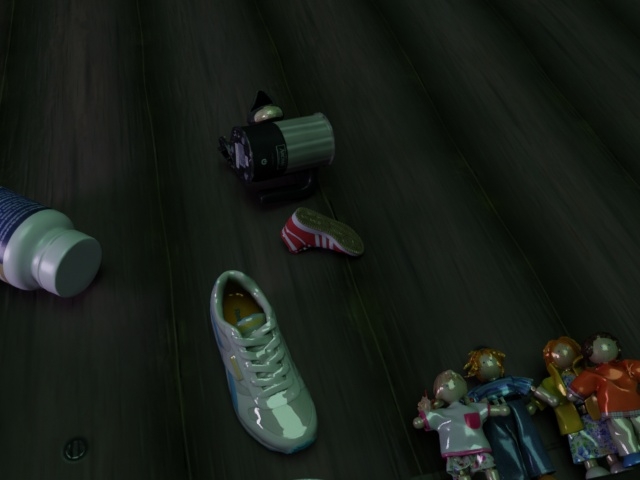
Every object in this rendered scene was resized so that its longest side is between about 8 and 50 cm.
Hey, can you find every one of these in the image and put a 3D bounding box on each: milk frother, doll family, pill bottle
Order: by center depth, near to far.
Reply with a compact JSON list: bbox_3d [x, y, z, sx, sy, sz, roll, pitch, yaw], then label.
[{"bbox_3d":[0.240,0.191,0.650,0.263,0.118,0.163,-16,59,8],"label":"doll family"},{"bbox_3d":[-0.390,0.002,0.752,0.187,0.112,0.112,21,54,15],"label":"pill bottle"},{"bbox_3d":[-0.073,-0.140,0.872,0.135,0.129,0.143,-15,49,-26],"label":"milk frother"}]

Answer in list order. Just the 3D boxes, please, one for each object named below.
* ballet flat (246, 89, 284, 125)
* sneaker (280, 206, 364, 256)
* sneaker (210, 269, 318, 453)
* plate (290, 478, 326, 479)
[{"bbox_3d":[-0.094,-0.213,0.923,0.058,0.049,0.173,-9,19,-9],"label":"ballet flat"},{"bbox_3d":[0.000,0.000,0.822,0.119,0.067,0.042,28,47,-19],"label":"sneaker"},{"bbox_3d":[-0.075,0.139,0.671,0.088,0.092,0.228,-21,57,-20],"label":"sneaker"},{"bbox_3d":[-0.012,0.334,0.564,0.188,0.024,0.188,2,52,-2],"label":"plate"}]
